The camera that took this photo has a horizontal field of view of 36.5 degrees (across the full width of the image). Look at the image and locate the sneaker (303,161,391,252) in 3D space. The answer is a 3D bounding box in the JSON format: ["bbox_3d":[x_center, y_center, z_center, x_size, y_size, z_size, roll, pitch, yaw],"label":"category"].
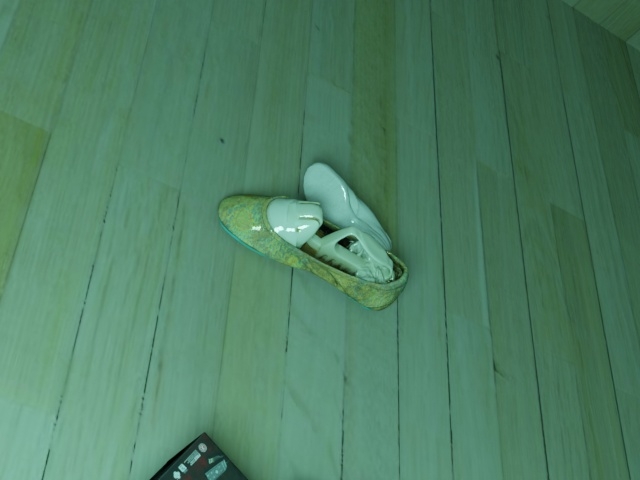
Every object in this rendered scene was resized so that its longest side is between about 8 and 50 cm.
[{"bbox_3d":[0.052,-0.054,1.740,0.212,0.080,0.094,53,29,-3],"label":"sneaker"}]

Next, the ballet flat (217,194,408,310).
[{"bbox_3d":[0.000,0.000,1.613,0.348,0.123,0.123,30,44,-18],"label":"ballet flat"}]

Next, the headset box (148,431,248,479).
[{"bbox_3d":[-0.128,0.421,1.181,0.293,0.110,0.218,48,41,0],"label":"headset box"}]
